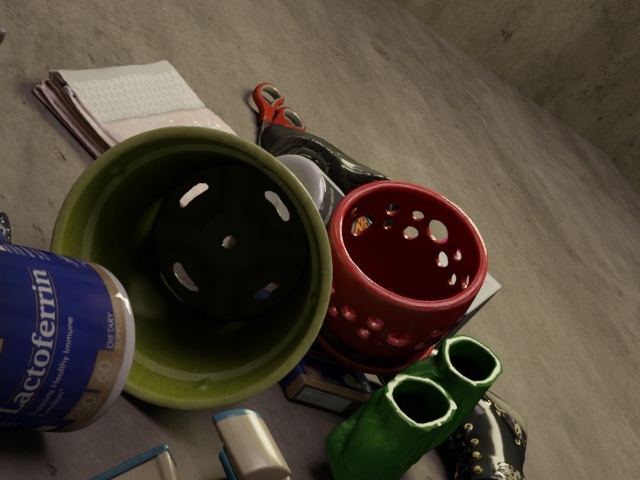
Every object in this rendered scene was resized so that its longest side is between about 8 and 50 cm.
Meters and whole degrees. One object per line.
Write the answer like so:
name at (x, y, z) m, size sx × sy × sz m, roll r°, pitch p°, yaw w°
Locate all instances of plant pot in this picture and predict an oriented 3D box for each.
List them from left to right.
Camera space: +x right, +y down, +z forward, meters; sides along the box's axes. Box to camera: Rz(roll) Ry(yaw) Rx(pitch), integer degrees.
plant pot at (-0.112, 0.014, 1.461) m, size 0.276 × 0.276 × 0.254 m, roll 42°, pitch 9°, yaw 0°
plant pot at (0.082, 0.055, 1.644) m, size 0.191 × 0.174 × 0.191 m, roll 10°, pitch 47°, yaw -11°

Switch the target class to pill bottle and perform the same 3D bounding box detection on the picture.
pill bottle at (-0.291, 0.071, 1.123) m, size 0.264 × 0.153 × 0.153 m, roll 15°, pitch 33°, yaw -50°
pill bottle at (0.000, 0.000, 1.794) m, size 0.245 × 0.130 × 0.130 m, roll 43°, pitch 12°, yaw -52°

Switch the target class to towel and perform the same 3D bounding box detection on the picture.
towel at (-0.182, -0.116, 1.849) m, size 0.317 × 0.053 × 0.332 m, roll 46°, pitch 21°, yaw 9°

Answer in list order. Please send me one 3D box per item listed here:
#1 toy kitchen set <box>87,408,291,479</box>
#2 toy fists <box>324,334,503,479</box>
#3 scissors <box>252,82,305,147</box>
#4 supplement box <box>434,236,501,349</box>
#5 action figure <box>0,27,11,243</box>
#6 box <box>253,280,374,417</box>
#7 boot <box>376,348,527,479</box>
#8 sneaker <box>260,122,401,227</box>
toy kitchen set at (-0.115, 0.230, 1.261) m, size 0.122 × 0.166 × 0.207 m, roll 58°, pitch -11°, yaw 35°
toy fists at (0.098, 0.198, 1.573) m, size 0.096 × 0.142 × 0.279 m, roll 41°, pitch 27°, yaw 12°
scissors at (-0.091, -0.183, 2.199) m, size 0.109 × 0.021 × 0.297 m, roll 50°, pitch 22°, yaw -5°
supplement box at (0.161, 0.083, 1.987) m, size 0.111 × 0.114 × 0.220 m, roll 45°, pitch 21°, yaw 9°
action figure at (-0.391, -0.104, 1.266) m, size 0.341 × 0.178 × 0.330 m, roll 76°, pitch 18°, yaw -48°
box at (-0.024, 0.115, 1.696) m, size 0.136 × 0.036 × 0.225 m, roll 22°, pitch 27°, yaw -43°
boot at (0.171, 0.239, 1.734) m, size 0.236 × 0.085 × 0.179 m, roll 34°, pitch 24°, yaw -17°
sneaker at (0.026, -0.097, 2.125) m, size 0.286 × 0.109 × 0.130 m, roll 36°, pitch 10°, yaw -32°
